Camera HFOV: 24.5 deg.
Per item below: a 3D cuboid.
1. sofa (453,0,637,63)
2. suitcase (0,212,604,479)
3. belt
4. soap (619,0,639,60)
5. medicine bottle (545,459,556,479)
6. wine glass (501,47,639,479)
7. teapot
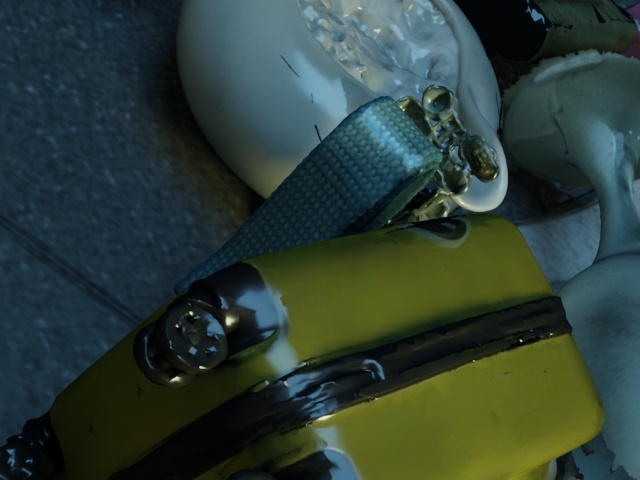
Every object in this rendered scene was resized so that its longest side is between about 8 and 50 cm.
[{"bbox_3d":[0.107,-0.226,1.046,0.258,0.182,0.200,43,29,19],"label":"sofa"},{"bbox_3d":[-0.003,0.093,0.654,0.235,0.194,0.143,-12,72,-43],"label":"suitcase"},{"bbox_3d":[-0.003,-0.004,0.753,0.065,0.179,0.100,55,28,11],"label":"belt"},{"bbox_3d":[0.334,-0.089,1.150,0.259,0.081,0.181,50,42,10],"label":"soap"},{"bbox_3d":[0.085,0.102,0.797,0.079,0.079,0.140,18,47,-25],"label":"medicine bottle"},{"bbox_3d":[0.185,0.035,0.893,0.143,0.143,0.321,19,47,-24],"label":"wine glass"},{"bbox_3d":[0.013,-0.121,0.882,0.208,0.166,0.299,-4,68,-26],"label":"teapot"}]
